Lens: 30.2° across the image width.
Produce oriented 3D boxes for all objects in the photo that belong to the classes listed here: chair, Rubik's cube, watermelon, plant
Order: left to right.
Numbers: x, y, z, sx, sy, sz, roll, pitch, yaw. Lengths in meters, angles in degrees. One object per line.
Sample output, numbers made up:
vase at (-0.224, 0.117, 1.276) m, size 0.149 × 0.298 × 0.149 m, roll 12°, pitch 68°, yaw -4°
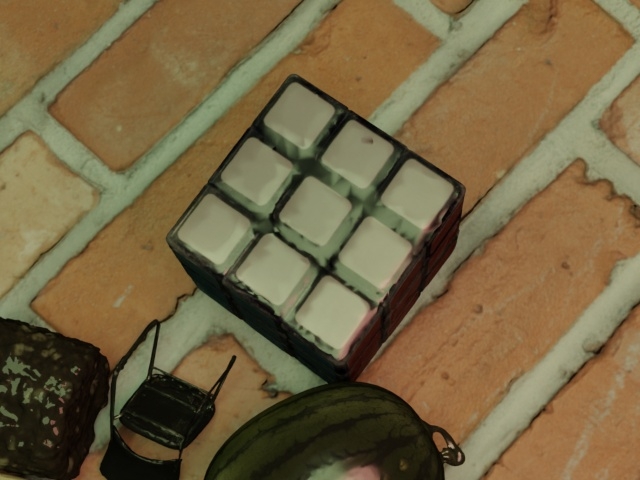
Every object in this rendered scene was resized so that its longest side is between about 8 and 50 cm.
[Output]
plant at (-0.477, 0.215, 1.709) m, size 0.312 × 0.213 × 0.215 m, roll 11°, pitch 80°, yaw 9°
chair at (-0.230, 0.257, 1.742) m, size 0.140 × 0.221 × 0.145 m, roll 24°, pitch 35°, yaw 10°
Rubik's cube at (0.000, 0.000, 1.693) m, size 0.301 × 0.305 × 0.304 m, roll 34°, pitch 78°, yaw 12°
watermelon at (0.015, 0.335, 1.613) m, size 0.359 × 0.279 × 0.279 m, roll -29°, pitch 76°, yaw 1°

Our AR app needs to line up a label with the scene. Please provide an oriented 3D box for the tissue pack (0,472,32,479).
tissue pack at (-0.440, 0.384, 1.693) m, size 0.196 × 0.148 × 0.092 m, roll 13°, pitch 73°, yaw 7°
